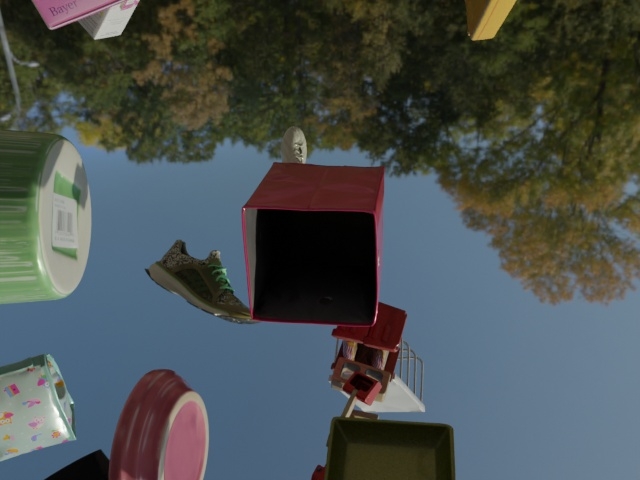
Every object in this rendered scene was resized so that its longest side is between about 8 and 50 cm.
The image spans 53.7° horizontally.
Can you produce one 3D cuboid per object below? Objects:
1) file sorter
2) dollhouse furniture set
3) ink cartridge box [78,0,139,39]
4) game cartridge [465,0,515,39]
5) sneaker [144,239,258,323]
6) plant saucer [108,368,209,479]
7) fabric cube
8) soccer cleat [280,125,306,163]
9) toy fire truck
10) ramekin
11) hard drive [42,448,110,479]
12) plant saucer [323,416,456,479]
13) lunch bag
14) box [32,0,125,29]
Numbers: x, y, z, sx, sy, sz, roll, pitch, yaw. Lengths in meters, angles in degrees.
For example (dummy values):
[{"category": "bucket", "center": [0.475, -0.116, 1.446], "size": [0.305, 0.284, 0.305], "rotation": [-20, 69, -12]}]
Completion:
[{"category": "file sorter", "center": [0.173, 0.373, 1.835], "size": [0.193, 0.277, 0.173], "rotation": [-8, -124, 24]}, {"category": "dollhouse furniture set", "center": [0.074, 0.332, 1.430], "size": [0.152, 0.201, 0.374], "rotation": [15, -126, 11]}, {"category": "ink cartridge box", "center": [-0.262, -0.322, 0.766], "size": [0.088, 0.122, 0.052], "rotation": [48, -144, 1]}, {"category": "game cartridge", "center": [0.239, -0.482, 0.916], "size": [0.053, 0.323, 0.285], "rotation": [-2, -179, 6]}, {"category": "sneaker", "center": [-0.340, 0.120, 1.944], "size": [0.410, 0.182, 0.158], "rotation": [26, 174, 15]}, {"category": "plant saucer", "center": [-0.307, 0.427, 1.271], "size": [0.084, 0.332, 0.332], "rotation": [-1, -152, 12]}, {"category": "fabric cube", "center": [0.000, 0.000, 1.306], "size": [0.259, 0.254, 0.258], "rotation": [2, -155, 9]}, {"category": "soccer cleat", "center": [-0.062, -0.176, 1.490], "size": [0.068, 0.196, 0.076], "rotation": [10, 173, -21]}, {"category": "toy fire truck", "center": [0.042, 0.326, 1.046], "size": [0.047, 0.135, 0.192], "rotation": [21, -117, 30]}, {"category": "ramekin", "center": [-0.488, -0.038, 1.039], "size": [0.148, 0.303, 0.303], "rotation": [0, -152, -4]}, {"category": "hard drive", "center": [-0.488, 0.522, 1.203], "size": [0.172, 0.054, 0.255], "rotation": [40, -130, 25]}, {"category": "plant saucer", "center": [0.101, 0.354, 0.922], "size": [0.189, 0.045, 0.188], "rotation": [2, -140, 8]}, {"category": "lunch bag", "center": [-0.752, 0.400, 1.572], "size": [0.224, 0.262, 0.160], "rotation": [-15, -142, -13]}, {"category": "box", "center": [-0.229, -0.340, 0.528], "size": [0.117, 0.243, 0.213], "rotation": [-23, -143, 1]}]
